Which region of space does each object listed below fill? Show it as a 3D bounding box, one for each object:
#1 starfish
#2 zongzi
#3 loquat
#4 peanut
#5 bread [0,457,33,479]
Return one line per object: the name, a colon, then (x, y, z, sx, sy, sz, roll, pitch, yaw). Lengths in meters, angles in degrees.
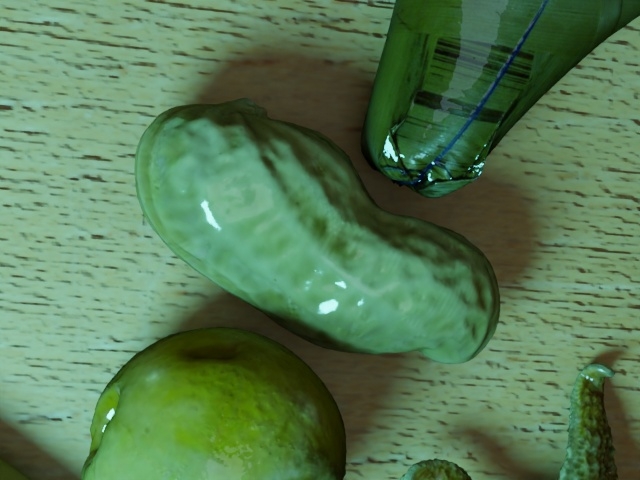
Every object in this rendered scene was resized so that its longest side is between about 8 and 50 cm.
starfish: (0.222, 0.288, 1.059, 0.375, 0.094, 0.327, 38, 82, -15)
zongzi: (0.192, -0.146, 1.026, 0.289, 0.123, 0.260, 12, 94, -16)
loquat: (-0.076, 0.171, 0.936, 0.213, 0.213, 0.213, 0, 92, -12)
peanut: (0.000, 0.000, 0.981, 0.325, 0.140, 0.153, 26, 71, -13)
bread: (-0.261, 0.249, 0.961, 0.305, 0.091, 0.142, 39, 79, -11)
